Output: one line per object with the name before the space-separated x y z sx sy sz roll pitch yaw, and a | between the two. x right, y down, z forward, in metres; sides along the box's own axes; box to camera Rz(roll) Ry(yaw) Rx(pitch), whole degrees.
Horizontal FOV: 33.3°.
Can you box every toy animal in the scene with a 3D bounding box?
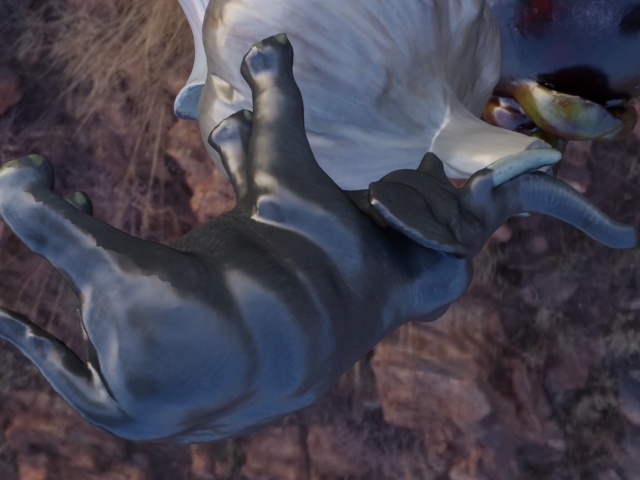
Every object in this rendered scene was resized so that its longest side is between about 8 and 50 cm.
toy animal | -0.003 -0.009 0.432 0.137 0.269 0.082 60 151 17

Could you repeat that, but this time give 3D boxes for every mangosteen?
mangosteen | 0.205 -0.182 0.909 0.228 0.228 0.265 5 93 9

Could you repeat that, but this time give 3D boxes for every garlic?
garlic | 0.047 -0.080 0.635 0.212 0.218 0.218 36 135 32

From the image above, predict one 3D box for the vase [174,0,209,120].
vase | -0.097 -0.345 1.105 0.250 0.250 0.445 -15 84 22
